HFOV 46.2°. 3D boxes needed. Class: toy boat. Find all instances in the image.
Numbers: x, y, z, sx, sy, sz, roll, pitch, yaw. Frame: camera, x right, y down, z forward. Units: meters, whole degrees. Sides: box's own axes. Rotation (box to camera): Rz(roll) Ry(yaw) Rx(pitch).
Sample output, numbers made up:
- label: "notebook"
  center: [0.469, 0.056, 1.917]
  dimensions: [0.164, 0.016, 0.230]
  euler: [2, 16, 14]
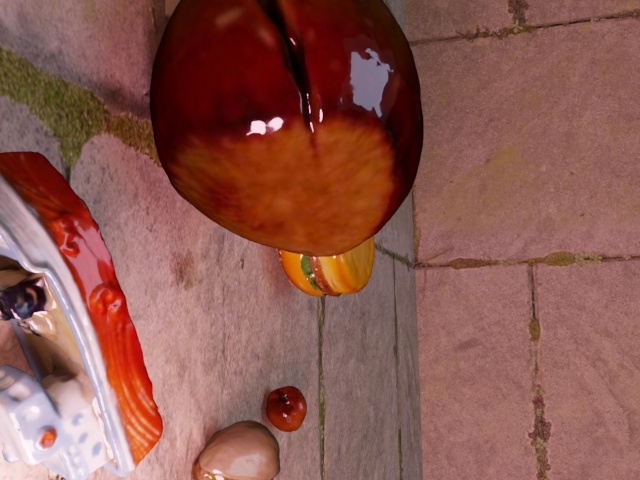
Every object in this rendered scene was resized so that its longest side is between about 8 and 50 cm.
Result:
- label: "toy boat"
  center: [-0.261, 0.077, 0.676]
  dimensions: [0.133, 0.145, 0.332]
  euler: [-33, 122, -40]

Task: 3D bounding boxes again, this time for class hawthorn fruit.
- label: "hawthorn fruit"
  center: [-0.061, 0.323, 1.415]
  dimensions: [0.081, 0.081, 0.093]
  euler: [-77, 160, -44]

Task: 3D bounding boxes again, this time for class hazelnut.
- label: "hazelnut"
  center: [-0.052, -0.181, 1.056]
  dimensions: [0.429, 0.402, 0.402]
  euler: [51, 38, -52]

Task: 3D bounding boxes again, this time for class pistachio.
- label: "pistachio"
  center: [-0.127, 0.334, 1.124]
  dimensions: [0.185, 0.124, 0.125]
  euler: [9, 78, -67]

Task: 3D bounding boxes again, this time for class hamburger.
- label: "hamburger"
  center: [0.001, 0.000, 1.527]
  dimensions: [0.246, 0.169, 0.246]
  euler: [-8, 90, -65]

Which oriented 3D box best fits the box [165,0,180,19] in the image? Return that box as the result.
- label: "box"
  center: [-0.163, -0.398, 1.214]
  dimensions: [0.256, 0.069, 0.164]
  euler: [15, 73, -73]
